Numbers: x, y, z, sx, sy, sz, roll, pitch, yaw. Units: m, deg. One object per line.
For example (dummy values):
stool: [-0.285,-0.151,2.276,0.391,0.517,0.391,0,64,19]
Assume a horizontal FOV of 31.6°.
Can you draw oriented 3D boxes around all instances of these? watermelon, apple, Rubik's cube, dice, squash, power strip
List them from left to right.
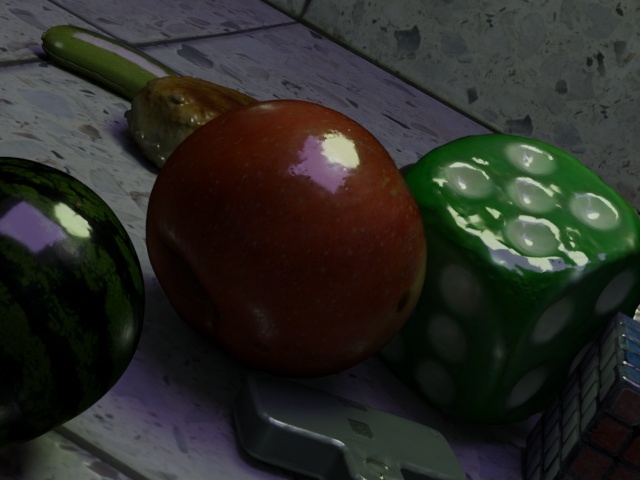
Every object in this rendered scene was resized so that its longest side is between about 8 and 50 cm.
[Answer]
watermelon: [-0.284,0.051,0.985,0.269,0.269,0.269,25,19,-9]
squash: [-0.350,-0.308,2.083,0.341,0.094,0.094,24,19,-5]
apple: [-0.043,0.001,1.336,0.277,0.348,0.348,-32,53,-24]
power strip: [0.038,0.239,1.230,0.265,0.059,0.193,22,15,-19]
dice: [0.241,0.052,1.538,0.300,0.297,0.287,-17,47,-34]
Rubik's cube: [0.410,0.268,1.406,0.237,0.238,0.237,30,19,3]

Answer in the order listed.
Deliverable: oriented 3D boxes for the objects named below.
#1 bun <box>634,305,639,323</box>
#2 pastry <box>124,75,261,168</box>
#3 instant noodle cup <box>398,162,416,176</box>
bun: [0.419,0.139,1.714,0.160,0.259,0.259,29,13,-43]
pastry: [-0.175,-0.178,1.908,0.329,0.136,0.329,25,20,-10]
instant noodle cup: [0.186,0.015,1.831,0.207,0.217,0.217,28,17,-23]
